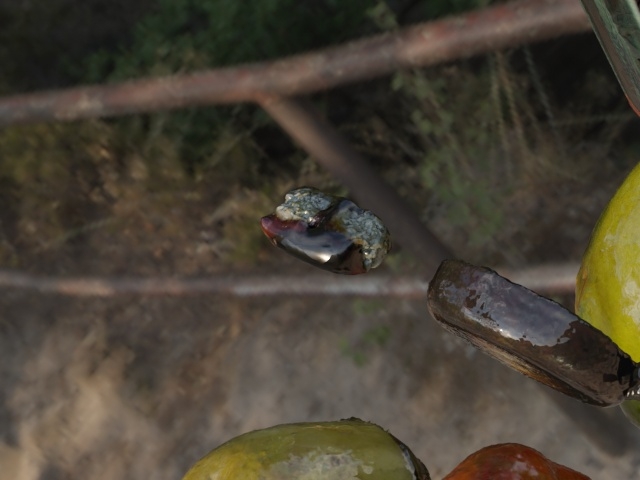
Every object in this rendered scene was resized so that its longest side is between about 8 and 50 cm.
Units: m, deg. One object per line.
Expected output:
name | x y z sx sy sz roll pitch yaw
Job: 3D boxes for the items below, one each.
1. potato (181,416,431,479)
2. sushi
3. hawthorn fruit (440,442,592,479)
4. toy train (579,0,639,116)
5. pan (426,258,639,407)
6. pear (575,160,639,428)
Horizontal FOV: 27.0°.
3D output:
potato | -0.045 0.296 1.409 0.285 0.242 0.242 -5 47 55
sushi | 0.000 0.000 0.838 0.083 0.044 0.046 22 46 33
hawthorn fruit | 0.142 0.306 1.164 0.243 0.207 0.207 -42 24 29
toy train | 0.153 -0.171 0.662 0.086 0.409 0.089 -37 54 7
pan | 0.149 0.064 0.650 0.212 0.115 0.040 19 81 18
pear | 0.366 0.032 1.221 0.269 0.269 0.321 -131 49 -64
